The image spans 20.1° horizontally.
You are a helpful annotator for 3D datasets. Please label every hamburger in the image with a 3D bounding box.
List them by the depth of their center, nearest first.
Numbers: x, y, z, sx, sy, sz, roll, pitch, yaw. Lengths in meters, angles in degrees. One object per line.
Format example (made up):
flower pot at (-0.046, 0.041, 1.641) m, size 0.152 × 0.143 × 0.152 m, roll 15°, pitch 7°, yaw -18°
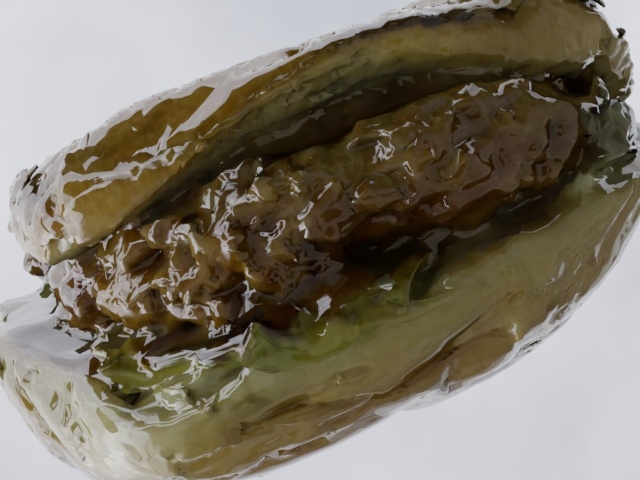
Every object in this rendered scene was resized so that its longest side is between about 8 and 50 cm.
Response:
hamburger at (-0.001, 0.000, 0.676) m, size 0.259 × 0.145 × 0.283 m, roll -19°, pitch -3°, yaw 0°
